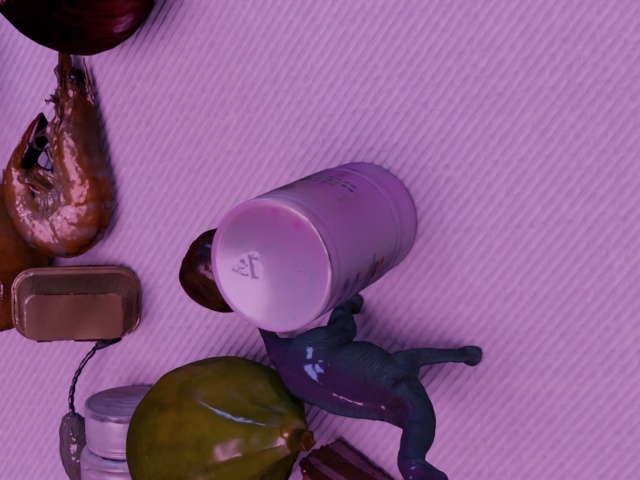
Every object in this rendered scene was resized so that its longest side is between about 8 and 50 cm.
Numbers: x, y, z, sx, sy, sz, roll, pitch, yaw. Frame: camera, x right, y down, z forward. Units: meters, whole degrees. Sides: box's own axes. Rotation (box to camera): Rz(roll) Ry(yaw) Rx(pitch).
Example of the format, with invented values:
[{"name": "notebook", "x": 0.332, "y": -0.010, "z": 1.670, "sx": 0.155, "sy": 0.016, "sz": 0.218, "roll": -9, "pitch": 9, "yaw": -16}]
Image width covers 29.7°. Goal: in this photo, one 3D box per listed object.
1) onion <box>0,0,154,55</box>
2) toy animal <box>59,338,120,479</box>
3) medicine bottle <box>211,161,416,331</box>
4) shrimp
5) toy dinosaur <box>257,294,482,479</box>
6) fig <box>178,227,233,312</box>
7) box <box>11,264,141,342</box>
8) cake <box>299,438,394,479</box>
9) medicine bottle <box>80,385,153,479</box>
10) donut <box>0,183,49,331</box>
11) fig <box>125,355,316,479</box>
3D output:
[{"name": "onion", "x": -0.341, "y": -0.343, "z": 1.480, "sx": 0.273, "sy": 0.285, "sz": 0.273, "roll": 22, "pitch": 133, "yaw": 25}, {"name": "toy animal", "x": -0.336, "y": 0.258, "z": 1.731, "sx": 0.070, "sy": 0.079, "sz": 0.252, "roll": 11, "pitch": 105, "yaw": 32}, {"name": "medicine bottle", "x": 0.000, "y": 0.000, "z": 1.397, "sx": 0.152, "sy": 0.254, "sz": 0.152, "roll": 7, "pitch": 105, "yaw": 25}, {"name": "shrimp", "x": -0.366, "y": -0.116, "z": 1.647, "sx": 0.152, "sy": 0.063, "sz": 0.287, "roll": -3, "pitch": 97, "yaw": 8}, {"name": "toy dinosaur", "x": 0.011, "y": 0.168, "z": 1.391, "sx": 0.384, "sy": 0.331, "sz": 0.129, "roll": 14, "pitch": 106, "yaw": 21}, {"name": "fig", "x": -0.105, "y": 0.050, "z": 1.554, "sx": 0.155, "sy": 0.103, "sz": 0.109, "roll": 32, "pitch": 152, "yaw": 5}, {"name": "box", "x": -0.337, "y": 0.092, "z": 1.662, "sx": 0.177, "sy": 0.111, "sz": 0.111, "roll": 0, "pitch": 105, "yaw": -7}, {"name": "cake", "x": 0.088, "y": 0.377, "z": 1.526, "sx": 0.295, "sy": 0.116, "sz": 0.113, "roll": 44, "pitch": 117, "yaw": 10}, {"name": "medicine bottle", "x": -0.260, "y": 0.342, "z": 1.678, "sx": 0.143, "sy": 0.143, "sz": 0.258, "roll": 7, "pitch": 105, "yaw": 25}, {"name": "donut", "x": -0.493, "y": 0.028, "z": 1.733, "sx": 0.227, "sy": 0.114, "sz": 0.226, "roll": 8, "pitch": 107, "yaw": 26}, {"name": "fig", "x": -0.093, "y": 0.252, "z": 1.521, "sx": 0.314, "sy": 0.233, "sz": 0.233, "roll": -14, "pitch": 96, "yaw": 29}]
